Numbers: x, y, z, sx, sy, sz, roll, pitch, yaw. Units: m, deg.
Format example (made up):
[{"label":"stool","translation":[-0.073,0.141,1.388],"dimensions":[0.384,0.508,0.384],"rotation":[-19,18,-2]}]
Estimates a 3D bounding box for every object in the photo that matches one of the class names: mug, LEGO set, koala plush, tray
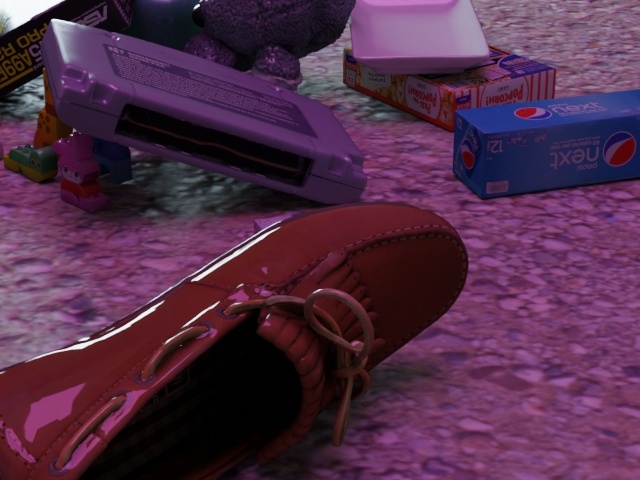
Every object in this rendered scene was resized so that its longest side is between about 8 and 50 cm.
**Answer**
[{"label":"mug","translation":[-0.189,-0.260,1.775],"dimensions":[0.158,0.097,0.129],"rotation":[-14,28,-30]},{"label":"LEGO set","translation":[-0.254,-0.112,1.448],"dimensions":[0.087,0.093,0.227],"rotation":[-21,32,-40]},{"label":"koala plush","translation":[-0.058,-0.253,1.596],"dimensions":[0.203,0.196,0.221],"rotation":[-6,14,1]},{"label":"tray","translation":[0.104,-0.231,1.687],"dimensions":[0.145,0.030,0.270],"rotation":[0,24,0]}]

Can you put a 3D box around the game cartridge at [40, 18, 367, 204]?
[{"label":"game cartridge","translation":[-0.113,-0.123,1.414],"dimensions":[0.294,0.060,0.196],"rotation":[16,24,-21]}]

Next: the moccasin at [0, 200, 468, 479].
[{"label":"moccasin","translation":[-0.041,0.079,0.969],"dimensions":[0.380,0.139,0.147],"rotation":[-20,32,-38]}]

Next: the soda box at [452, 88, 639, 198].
[{"label":"soda box","translation":[0.236,-0.095,1.450],"dimensions":[0.210,0.067,0.071],"rotation":[-7,25,-18]}]

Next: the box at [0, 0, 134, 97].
[{"label":"box","translation":[-0.310,-0.246,1.678],"dimensions":[0.216,0.060,0.270],"rotation":[-27,24,7]}]

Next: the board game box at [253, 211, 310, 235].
[{"label":"board game box","translation":[0.000,0.000,1.292],"dimensions":[0.090,0.020,0.090],"rotation":[-9,24,-20]}]

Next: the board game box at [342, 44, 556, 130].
[{"label":"board game box","translation":[0.139,-0.181,1.668],"dimensions":[0.147,0.045,0.193],"rotation":[-16,29,-31]}]
